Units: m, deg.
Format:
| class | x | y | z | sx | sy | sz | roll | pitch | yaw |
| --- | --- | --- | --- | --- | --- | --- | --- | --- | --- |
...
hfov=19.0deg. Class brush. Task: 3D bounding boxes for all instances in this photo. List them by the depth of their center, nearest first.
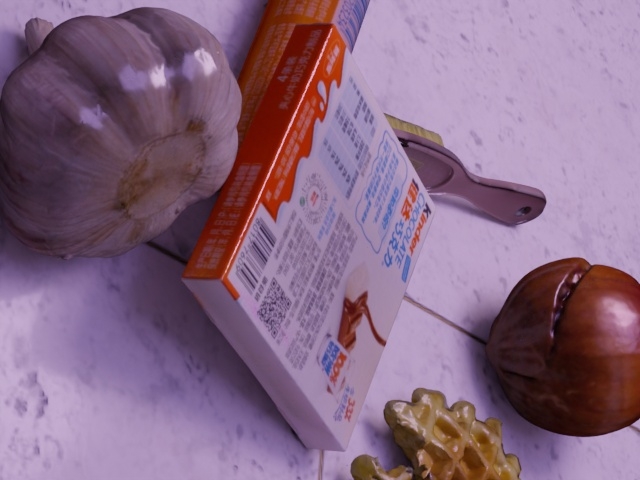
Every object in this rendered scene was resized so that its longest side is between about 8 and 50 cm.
| class | x | y | z | sx | sy | sz | roll | pitch | yaw |
| --- | --- | --- | --- | --- | --- | --- | --- | --- | --- |
| brush | 0.123 | -0.077 | 1.905 | 0.312 | 0.072 | 0.067 | 16 | 47 | -45 |

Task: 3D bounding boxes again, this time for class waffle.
| class | x | y | z | sx | sy | sz | roll | pitch | yaw |
| --- | --- | --- | --- | --- | --- | --- | --- | --- | --- |
| waffle | 0.126 | 0.264 | 1.754 | 0.250 | 0.056 | 0.261 | 9 | 64 | -47 |

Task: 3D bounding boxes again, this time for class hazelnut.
| class | x | y | z | sx | sy | sz | roll | pitch | yaw |
| --- | --- | --- | --- | --- | --- | --- | --- | --- | --- |
| hazelnut | 0.255 | 0.102 | 1.903 | 0.182 | 0.182 | 0.182 | 24 | 56 | -41 |

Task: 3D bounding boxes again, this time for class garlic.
| class | x | y | z | sx | sy | sz | roll | pitch | yaw |
| --- | --- | --- | --- | --- | --- | --- | --- | --- | --- |
| garlic | -0.187 | -0.105 | 1.502 | 0.218 | 0.219 | 0.212 | 2 | 35 | -49 |

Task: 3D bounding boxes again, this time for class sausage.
| class | x | y | z | sx | sy | sz | roll | pitch | yaw |
| --- | --- | --- | --- | --- | --- | --- | --- | --- | --- |
| sausage | -0.030 | -0.136 | 1.733 | 0.093 | 0.093 | 0.312 | 43 | 45 | -28 |

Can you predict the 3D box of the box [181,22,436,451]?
| class | x | y | z | sx | sy | sz | roll | pitch | yaw |
| --- | --- | --- | --- | --- | --- | --- | --- | --- | --- |
| box | 0.000 | 0.000 | 1.641 | 0.265 | 0.048 | 0.273 | 58 | 44 | -44 |
